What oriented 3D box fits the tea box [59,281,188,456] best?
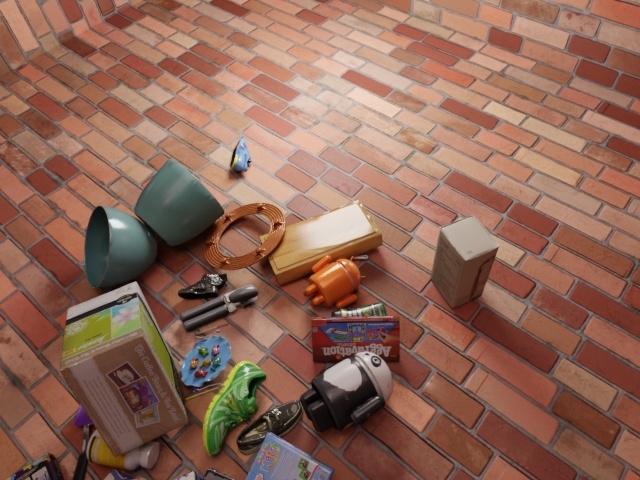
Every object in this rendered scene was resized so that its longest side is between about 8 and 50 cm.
[{"bbox_3d":[-0.557,0.356,1.444,0.220,0.329,0.323,-23,28,-14],"label":"tea box"}]

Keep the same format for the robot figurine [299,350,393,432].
[{"bbox_3d":[0.082,0.445,1.495,0.278,0.173,0.209,-26,64,-15],"label":"robot figurine"}]

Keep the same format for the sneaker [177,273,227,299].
[{"bbox_3d":[-0.423,0.162,1.817,0.170,0.051,0.089,-2,53,-4],"label":"sneaker"}]

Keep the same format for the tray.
[{"bbox_3d":[0.000,0.000,1.871,0.411,0.076,0.202,-21,49,-9],"label":"tray"}]

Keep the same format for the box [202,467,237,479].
[{"bbox_3d":[-0.234,0.755,1.210,0.183,0.294,0.296,17,57,13],"label":"box"}]

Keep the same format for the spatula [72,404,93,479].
[{"bbox_3d":[-0.706,0.614,1.507,0.084,0.030,0.296,-5,53,-3],"label":"spatula"}]

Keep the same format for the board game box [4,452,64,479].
[{"bbox_3d":[-0.822,0.716,1.428,0.170,0.048,0.141,-31,60,-19],"label":"board game box"}]

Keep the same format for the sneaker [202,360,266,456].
[{"bbox_3d":[-0.257,0.502,1.515,0.124,0.109,0.295,14,55,18],"label":"sneaker"}]

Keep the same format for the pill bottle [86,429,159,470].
[{"bbox_3d":[-0.569,0.606,1.460,0.184,0.103,0.103,8,54,9],"label":"pill bottle"}]

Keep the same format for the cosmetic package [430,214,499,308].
[{"bbox_3d":[0.470,0.076,1.670,0.129,0.296,0.153,-22,55,-11],"label":"cosmetic package"}]

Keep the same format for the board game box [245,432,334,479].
[{"bbox_3d":[-0.090,0.660,1.398,0.212,0.039,0.160,23,81,18],"label":"board game box"}]

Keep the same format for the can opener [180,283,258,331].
[{"bbox_3d":[-0.351,0.222,1.746,0.280,0.093,0.074,-25,57,-9],"label":"can opener"}]

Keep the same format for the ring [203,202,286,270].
[{"bbox_3d":[-0.292,-0.028,1.901,0.337,0.032,0.336,-13,46,14],"label":"ring"}]

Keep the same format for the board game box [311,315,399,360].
[{"bbox_3d":[0.113,0.317,1.623,0.281,0.145,0.027,-2,11,3],"label":"board game box"}]

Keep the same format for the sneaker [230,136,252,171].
[{"bbox_3d":[-0.341,-0.373,2.208,0.082,0.069,0.209,22,41,-21],"label":"sneaker"}]

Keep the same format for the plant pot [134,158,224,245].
[{"bbox_3d":[-0.549,-0.120,1.900,0.293,0.293,0.235,35,75,25],"label":"plant pot"}]

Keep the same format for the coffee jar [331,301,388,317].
[{"bbox_3d":[0.130,0.268,1.684,0.184,0.079,0.096,-10,53,-3],"label":"coffee jar"}]

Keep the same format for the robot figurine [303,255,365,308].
[{"bbox_3d":[0.047,0.144,1.750,0.219,0.128,0.158,-31,45,-18],"label":"robot figurine"}]

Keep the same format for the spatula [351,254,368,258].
[{"bbox_3d":[0.063,0.020,1.912,0.242,0.019,0.168,1,48,5],"label":"spatula"}]

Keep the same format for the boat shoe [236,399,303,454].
[{"bbox_3d":[-0.149,0.548,1.496,0.224,0.073,0.080,-30,57,-17],"label":"boat shoe"}]

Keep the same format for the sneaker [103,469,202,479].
[{"bbox_3d":[-0.421,0.707,1.378,0.316,0.127,0.182,22,44,25],"label":"sneaker"}]

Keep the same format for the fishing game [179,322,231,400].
[{"bbox_3d":[-0.374,0.378,1.610,0.189,0.041,0.264,-19,40,14],"label":"fishing game"}]

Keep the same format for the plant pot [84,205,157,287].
[{"bbox_3d":[-0.712,0.028,1.823,0.195,0.290,0.290,5,43,-40],"label":"plant pot"}]
